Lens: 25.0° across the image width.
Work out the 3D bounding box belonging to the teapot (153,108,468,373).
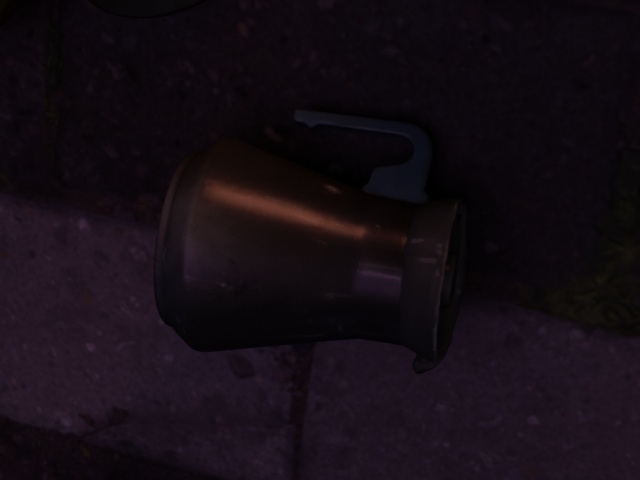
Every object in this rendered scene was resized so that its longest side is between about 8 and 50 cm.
[{"bbox_3d":[0.000,0.000,1.134,0.225,0.171,0.203,8,82,10],"label":"teapot"}]

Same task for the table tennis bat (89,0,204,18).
[{"bbox_3d":[-0.099,-0.267,1.136,0.274,0.021,0.154,-14,105,27],"label":"table tennis bat"}]

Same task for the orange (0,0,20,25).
[{"bbox_3d":[-0.302,-0.294,1.097,0.262,0.196,0.334,44,127,-4],"label":"orange"}]
